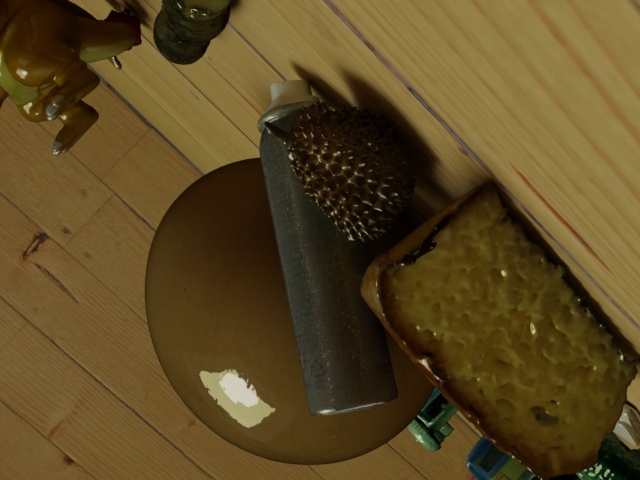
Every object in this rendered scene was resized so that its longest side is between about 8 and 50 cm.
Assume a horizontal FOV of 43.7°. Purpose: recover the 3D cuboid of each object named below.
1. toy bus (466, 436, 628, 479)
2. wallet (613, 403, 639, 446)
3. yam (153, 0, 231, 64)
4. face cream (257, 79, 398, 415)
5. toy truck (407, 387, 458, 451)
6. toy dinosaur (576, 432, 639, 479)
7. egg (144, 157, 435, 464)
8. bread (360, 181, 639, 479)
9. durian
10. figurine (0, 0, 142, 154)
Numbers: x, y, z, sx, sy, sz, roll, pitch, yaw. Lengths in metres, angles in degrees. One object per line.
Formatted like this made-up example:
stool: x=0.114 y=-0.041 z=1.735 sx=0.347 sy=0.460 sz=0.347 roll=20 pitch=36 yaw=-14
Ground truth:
toy bus: x=0.366 y=0.361 z=1.052 sx=0.312 sy=0.152 sz=0.190 roll=44 pitch=173 yaw=-8
wallet: x=0.277 y=0.161 z=0.821 sx=0.122 sy=0.025 sz=0.061 roll=36 pitch=165 yaw=53
yam: x=-0.113 y=-0.196 z=0.696 sx=0.061 sy=0.061 sz=0.253 roll=44 pitch=174 yaw=-13
face cream: x=0.000 y=0.000 z=0.661 sx=0.073 sy=0.073 sz=0.283 roll=71 pitch=-173 yaw=-78
toy truck: x=0.191 y=0.248 z=1.352 sx=0.156 sy=0.155 sz=0.279 roll=45 pitch=180 yaw=15
toy dinosaur: x=0.267 y=0.213 z=0.902 sx=0.383 sy=0.076 sz=0.129 roll=28 pitch=171 yaw=19
egg: x=-0.034 y=0.067 z=0.857 sx=0.301 sy=0.301 sz=0.374 roll=47 pitch=175 yaw=-39
bread: x=0.127 y=0.064 z=0.626 sx=0.260 sy=0.129 sz=0.134 roll=47 pitch=174 yaw=-25
durian: x=0.026 y=-0.066 z=0.602 sx=0.140 sy=0.071 sz=0.110 roll=29 pitch=-140 yaw=-31
figurine: x=-0.419 y=-0.301 z=0.994 sx=0.387 sy=0.268 sz=0.401 roll=41 pitch=179 yaw=-5
